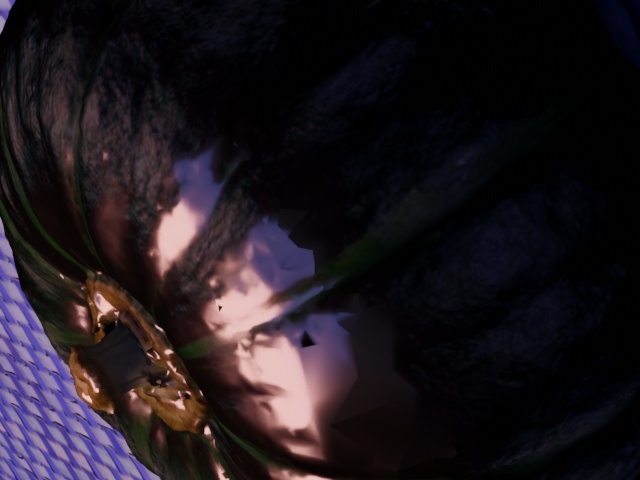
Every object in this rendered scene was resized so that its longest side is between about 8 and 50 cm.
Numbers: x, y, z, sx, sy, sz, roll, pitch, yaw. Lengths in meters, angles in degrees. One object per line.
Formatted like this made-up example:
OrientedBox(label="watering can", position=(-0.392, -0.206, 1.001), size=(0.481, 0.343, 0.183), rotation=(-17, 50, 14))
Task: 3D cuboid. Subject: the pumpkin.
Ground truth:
OrientedBox(label="pumpkin", position=(0.000, 0.000, 0.475), size=(0.202, 0.140, 0.202), rotation=(39, 151, 26))
